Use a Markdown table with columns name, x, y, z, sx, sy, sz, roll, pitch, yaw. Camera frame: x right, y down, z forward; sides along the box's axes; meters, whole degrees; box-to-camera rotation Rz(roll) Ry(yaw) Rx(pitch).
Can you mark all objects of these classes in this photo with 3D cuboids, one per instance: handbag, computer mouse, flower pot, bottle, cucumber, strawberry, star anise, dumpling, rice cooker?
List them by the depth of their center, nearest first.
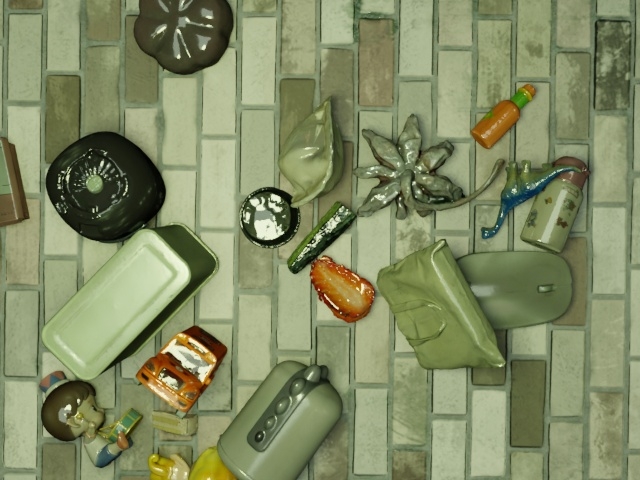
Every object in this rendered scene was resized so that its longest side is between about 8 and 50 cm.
| name | x | y | z | sx | sy | sz | roll | pitch | yaw |
| --- | --- | --- | --- | --- | --- | --- | --- | --- | --- |
| dumpling | -0.015 | -0.220 | 1.589 | 0.175 | 0.227 | 0.244 | -17 | 85 | -17 |
| rice cooker | -0.510 | -0.123 | 1.594 | 0.267 | 0.224 | 0.268 | 0 | 92 | 1 |
| handbag | 0.283 | 0.171 | 1.595 | 0.109 | 0.253 | 0.316 | -29 | 90 | -38 |
| star anise | 0.232 | -0.175 | 1.632 | 0.359 | 0.139 | 0.316 | -43 | 96 | 1 |
| bottle | 0.582 | -0.092 | 1.642 | 0.109 | 0.110 | 0.234 | 21 | 90 | 0 |
| flower pot | -0.129 | -0.057 | 1.651 | 0.157 | 0.107 | 0.158 | 0 | 92 | -1 |
| computer mouse | 0.462 | 0.124 | 1.656 | 0.330 | 0.095 | 0.197 | -5 | 95 | 1 |
| bottle | 0.462 | -0.314 | 1.665 | 0.187 | 0.069 | 0.069 | -44 | 90 | -1 |
| cucumber | 0.002 | 0.001 | 1.667 | 0.062 | 0.078 | 0.211 | 39 | 92 | -15 |
| strawberry | 0.050 | 0.121 | 1.671 | 0.121 | 0.082 | 0.188 | -41 | 80 | -19 |

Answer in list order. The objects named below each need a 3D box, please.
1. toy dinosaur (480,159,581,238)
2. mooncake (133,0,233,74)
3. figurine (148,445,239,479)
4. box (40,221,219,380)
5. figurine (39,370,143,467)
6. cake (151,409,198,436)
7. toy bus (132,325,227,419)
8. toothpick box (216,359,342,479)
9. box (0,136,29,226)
| name | x | y | z | sx | sy | sz | roll | pitch | yaw |
| --- | --- | --- | --- | --- | --- | --- | --- | --- | --- |
| toy dinosaur | 0.503 | -0.099 | 1.618 | 0.247 | 0.075 | 0.188 | -1 | 84 | 41 |
| mooncake | -0.336 | -0.533 | 1.642 | 0.244 | 0.133 | 0.245 | 1 | 97 | 4 |
| figurine | -0.304 | 0.583 | 1.655 | 0.246 | 0.131 | 0.157 | 2 | 75 | 11 |
| box | -0.421 | 0.128 | 1.536 | 0.177 | 0.344 | 0.352 | 45 | 90 | -2 |
| figurine | -0.581 | 0.431 | 1.641 | 0.275 | 0.161 | 0.158 | 36 | 67 | -1 |
| cake | -0.372 | 0.462 | 1.694 | 0.121 | 0.065 | 0.052 | 5 | 90 | 23 |
| toy bus | -0.310 | 0.289 | 1.543 | 0.143 | 0.329 | 0.153 | 36 | 88 | 1 |
| toothpick box | -0.084 | 0.426 | 1.592 | 0.229 | 0.229 | 0.316 | 36 | 90 | 0 |
| box | -0.857 | -0.130 | 1.666 | 0.215 | 0.086 | 0.215 | -12 | 90 | 1 |
